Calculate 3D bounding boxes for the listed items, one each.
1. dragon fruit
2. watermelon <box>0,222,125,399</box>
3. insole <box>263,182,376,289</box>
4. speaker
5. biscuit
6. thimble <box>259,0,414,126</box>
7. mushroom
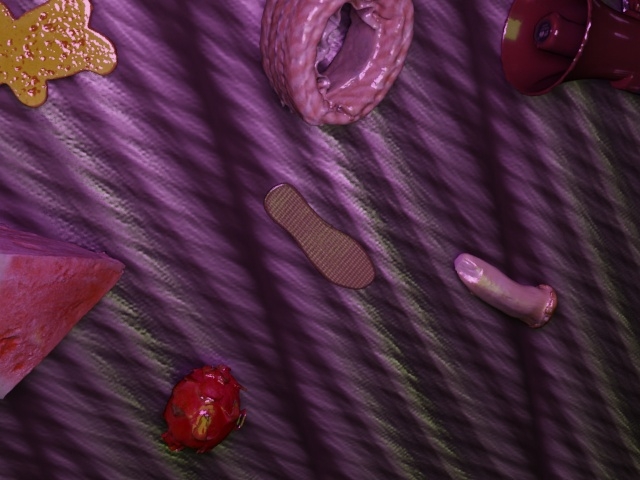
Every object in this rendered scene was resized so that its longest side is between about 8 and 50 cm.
[{"bbox_3d":[-0.198,0.289,1.194,0.166,0.133,0.136,-48,118,2],"label":"dragon fruit"},{"bbox_3d":[-0.437,0.086,1.018,0.293,0.250,0.282,-8,113,-8],"label":"watermelon"},{"bbox_3d":[0.000,0.000,1.221,0.086,0.005,0.253,-46,111,2],"label":"insole"},{"bbox_3d":[0.470,-0.357,1.181,0.330,0.198,0.259,-3,68,-27],"label":"speaker"},{"bbox_3d":[-0.423,-0.272,1.023,0.241,0.035,0.158,-21,108,-7],"label":"biscuit"},{"bbox_3d":[0.020,-0.295,1.044,0.196,0.148,0.229,-8,124,-27],"label":"thimble"},{"bbox_3d":[0.334,0.089,1.293,0.209,0.071,0.084,26,133,-15],"label":"mushroom"}]
